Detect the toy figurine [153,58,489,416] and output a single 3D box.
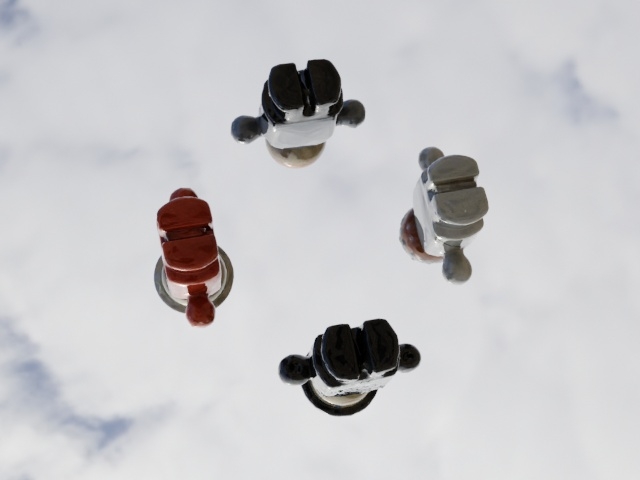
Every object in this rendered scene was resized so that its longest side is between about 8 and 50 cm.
[{"bbox_3d":[0.000,0.000,0.758,0.213,0.148,0.209,32,-106,5],"label":"toy figurine"}]
